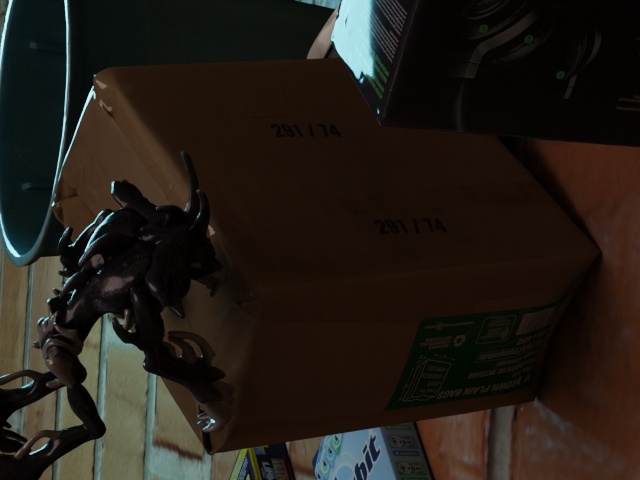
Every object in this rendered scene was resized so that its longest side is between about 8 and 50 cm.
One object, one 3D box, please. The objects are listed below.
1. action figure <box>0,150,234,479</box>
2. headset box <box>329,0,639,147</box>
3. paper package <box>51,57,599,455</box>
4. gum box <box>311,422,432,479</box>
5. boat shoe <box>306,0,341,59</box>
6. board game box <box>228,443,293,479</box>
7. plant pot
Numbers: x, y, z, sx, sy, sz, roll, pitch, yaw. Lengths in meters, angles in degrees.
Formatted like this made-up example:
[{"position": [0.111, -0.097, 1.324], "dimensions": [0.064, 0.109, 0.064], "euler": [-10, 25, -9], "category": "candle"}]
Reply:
[{"position": [-0.141, 0.067, 1.339], "dimensions": [0.275, 0.141, 0.164], "euler": [-47, 44, 17], "category": "action figure"}, {"position": [0.164, -0.203, 1.315], "dimensions": [0.131, 0.246, 0.283], "euler": [-117, 35, -52], "category": "headset box"}, {"position": [0.000, 0.000, 1.522], "dimensions": [0.309, 0.325, 0.168], "euler": [53, 136, 39], "category": "paper package"}, {"position": [0.051, 0.234, 1.811], "dimensions": [0.184, 0.041, 0.157], "euler": [-109, 30, -43], "category": "gum box"}, {"position": [0.100, -0.232, 1.709], "dimensions": [0.099, 0.116, 0.319], "euler": [50, 132, 15], "category": "boat shoe"}, {"position": [-0.071, 0.325, 2.104], "dimensions": [0.141, 0.048, 0.170], "euler": [-106, 28, -46], "category": "board game box"}, {"position": [-0.143, -0.131, 1.970], "dimensions": [0.341, 0.334, 0.341], "euler": [-175, 90, -69], "category": "plant pot"}]
